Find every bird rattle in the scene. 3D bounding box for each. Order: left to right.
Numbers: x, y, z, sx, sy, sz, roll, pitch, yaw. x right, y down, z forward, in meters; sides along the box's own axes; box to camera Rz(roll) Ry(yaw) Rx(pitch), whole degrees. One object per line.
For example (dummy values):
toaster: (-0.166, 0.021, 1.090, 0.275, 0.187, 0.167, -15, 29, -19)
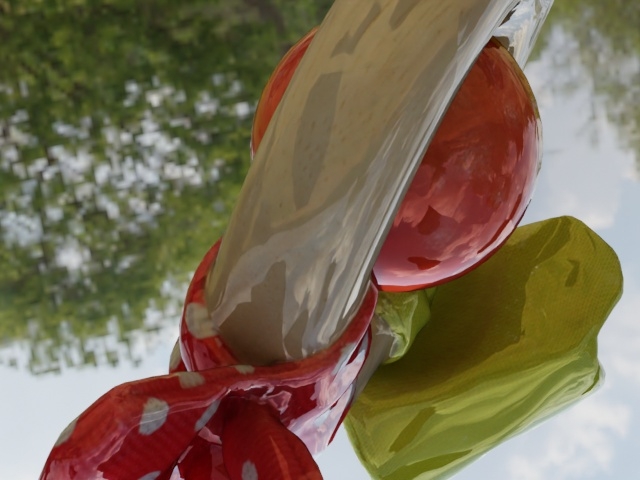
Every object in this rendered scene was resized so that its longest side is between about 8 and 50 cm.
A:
bird rattle: (0.000, 0.000, 0.418, 0.143, 0.207, 0.253, 26, -162, 20)
